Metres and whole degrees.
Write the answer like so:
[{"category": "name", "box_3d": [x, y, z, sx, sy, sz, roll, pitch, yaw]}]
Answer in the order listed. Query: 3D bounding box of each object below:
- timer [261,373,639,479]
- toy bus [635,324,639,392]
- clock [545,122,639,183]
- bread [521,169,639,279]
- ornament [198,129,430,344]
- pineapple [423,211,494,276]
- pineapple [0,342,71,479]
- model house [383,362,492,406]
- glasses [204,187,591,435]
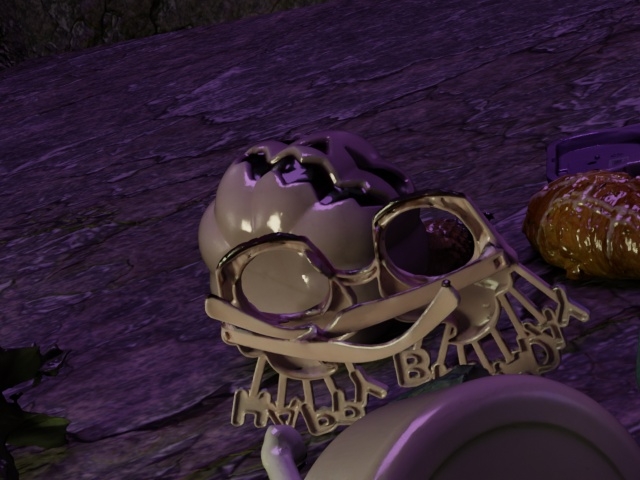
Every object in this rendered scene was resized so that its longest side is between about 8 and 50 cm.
[{"category": "timer", "box_3d": [0.016, 0.151, 0.771, 0.175, 0.175, 0.266, -24, 9, -31]}, {"category": "toy bus", "box_3d": [0.248, 0.075, 0.706, 0.194, 0.161, 0.323, 3, 16, 4]}, {"category": "clock", "box_3d": [0.258, -0.059, 1.449, 0.110, 0.050, 0.152, -12, 16, 12]}, {"category": "bread", "box_3d": [0.224, -0.016, 1.288, 0.105, 0.076, 0.233, -20, 14, -22]}, {"category": "ornament", "box_3d": [0.000, 0.000, 1.262, 0.177, 0.177, 0.177, -14, 15, 4]}, {"category": "pineapple", "box_3d": [0.115, -0.006, 1.391, 0.058, 0.058, 0.124, -6, 17, 30]}, {"category": "pineapple", "box_3d": [-0.317, 0.133, 1.223, 0.277, 0.119, 0.130, -5, -26, 28]}, {"category": "model house", "box_3d": [0.071, 0.121, 0.997, 0.083, 0.066, 0.078, -27, 19, 28]}, {"category": "glasses", "box_3d": [0.042, 0.068, 1.036, 0.255, 0.162, 0.095, -13, 35, 18]}]
